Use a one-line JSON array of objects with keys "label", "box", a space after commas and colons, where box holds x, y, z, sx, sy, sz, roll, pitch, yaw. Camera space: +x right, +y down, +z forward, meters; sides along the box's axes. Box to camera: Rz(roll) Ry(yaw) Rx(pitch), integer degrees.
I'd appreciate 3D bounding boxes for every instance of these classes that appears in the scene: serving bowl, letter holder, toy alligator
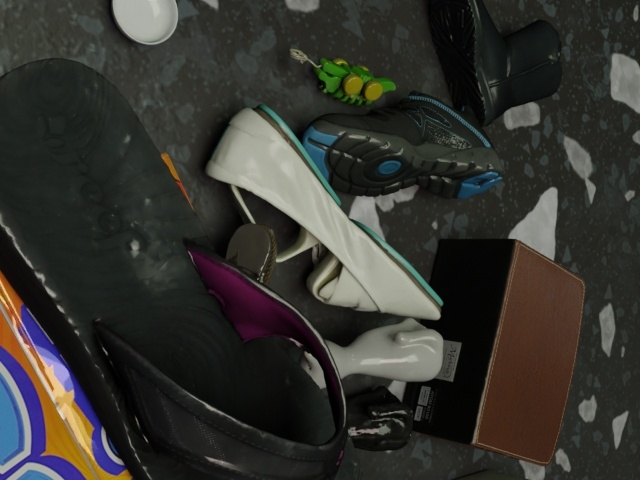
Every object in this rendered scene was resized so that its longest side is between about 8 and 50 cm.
[{"label": "serving bowl", "box": [-0.213, -0.273, 0.957, 0.083, 0.027, 0.084, 1, 88, -37]}, {"label": "letter holder", "box": [0.275, 0.173, 1.244, 0.214, 0.152, 0.302, 24, 75, -36]}, {"label": "toy alligator", "box": [0.024, -0.221, 1.124, 0.189, 0.056, 0.051, 8, 125, -37]}]

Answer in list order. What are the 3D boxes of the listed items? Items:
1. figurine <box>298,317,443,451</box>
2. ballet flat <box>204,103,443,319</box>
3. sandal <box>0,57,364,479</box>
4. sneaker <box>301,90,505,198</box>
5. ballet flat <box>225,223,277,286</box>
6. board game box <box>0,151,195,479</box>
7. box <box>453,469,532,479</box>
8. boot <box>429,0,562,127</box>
[{"label": "figurine", "box": [0.037, 0.200, 1.056, 0.209, 0.092, 0.215, -5, 128, -31]}, {"label": "ballet flat", "box": [0.000, 0.000, 1.068, 0.400, 0.139, 0.139, 47, 63, -22]}, {"label": "sandal", "box": [-0.075, 0.081, 0.549, 0.446, 0.107, 0.168, 58, 45, -25]}, {"label": "sneaker", "box": [0.111, -0.144, 1.167, 0.340, 0.125, 0.140, 5, 61, -36]}, {"label": "ballet flat", "box": [-0.115, 0.096, 0.984, 0.250, 0.084, 0.058, -68, 164, -1]}, {"label": "board game box", "box": [-0.278, 0.186, 0.651, 0.356, 0.356, 0.357, -40, 113, -46]}, {"label": "box", "box": [0.193, 0.450, 1.191, 0.311, 0.121, 0.148, -1, 90, -37]}, {"label": "boot", "box": [0.290, -0.322, 1.295, 0.207, 0.094, 0.247, -30, 113, -30]}]
